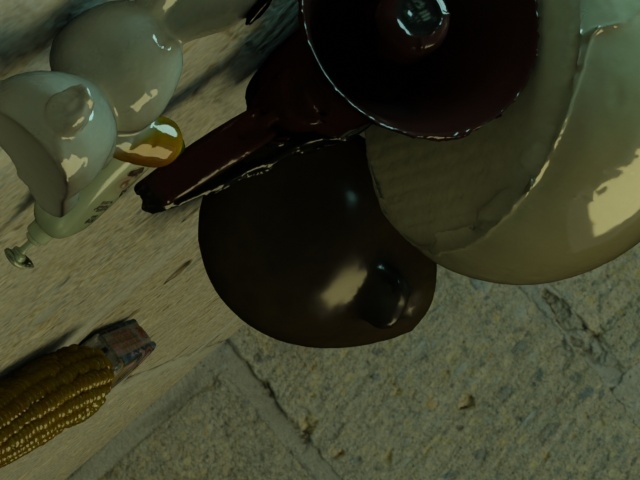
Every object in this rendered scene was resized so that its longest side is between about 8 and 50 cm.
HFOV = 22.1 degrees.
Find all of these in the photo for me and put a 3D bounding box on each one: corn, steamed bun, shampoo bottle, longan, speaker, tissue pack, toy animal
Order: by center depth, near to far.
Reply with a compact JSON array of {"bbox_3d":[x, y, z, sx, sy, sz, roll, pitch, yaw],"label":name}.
[{"bbox_3d":[-0.105,-0.099,0.971,0.181,0.131,0.127,-49,-158,-29],"label":"toy animal"},{"bbox_3d":[-0.195,-0.033,1.292,0.152,0.045,0.077,-40,176,12],"label":"shampoo bottle"},{"bbox_3d":[0.006,-0.108,1.338,0.259,0.198,0.329,-64,-167,-24],"label":"speaker"},{"bbox_3d":[0.207,-0.139,1.425,0.241,0.374,0.374,9,146,-29],"label":"steamed bun"},{"bbox_3d":[0.000,0.000,1.783,0.243,0.300,0.300,-63,171,9],"label":"longan"},{"bbox_3d":[-0.352,0.204,1.930,0.102,0.102,0.313,-43,175,31],"label":"corn"},{"bbox_3d":[-0.300,0.171,2.231,0.115,0.065,0.155,-41,175,13],"label":"tissue pack"}]

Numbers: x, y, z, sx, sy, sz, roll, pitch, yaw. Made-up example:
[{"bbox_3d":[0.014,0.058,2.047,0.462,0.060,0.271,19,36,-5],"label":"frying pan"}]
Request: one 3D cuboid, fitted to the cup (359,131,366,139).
[{"bbox_3d":[0.093,-0.167,1.983,0.133,0.099,0.136,-42,176,29],"label":"cup"}]
